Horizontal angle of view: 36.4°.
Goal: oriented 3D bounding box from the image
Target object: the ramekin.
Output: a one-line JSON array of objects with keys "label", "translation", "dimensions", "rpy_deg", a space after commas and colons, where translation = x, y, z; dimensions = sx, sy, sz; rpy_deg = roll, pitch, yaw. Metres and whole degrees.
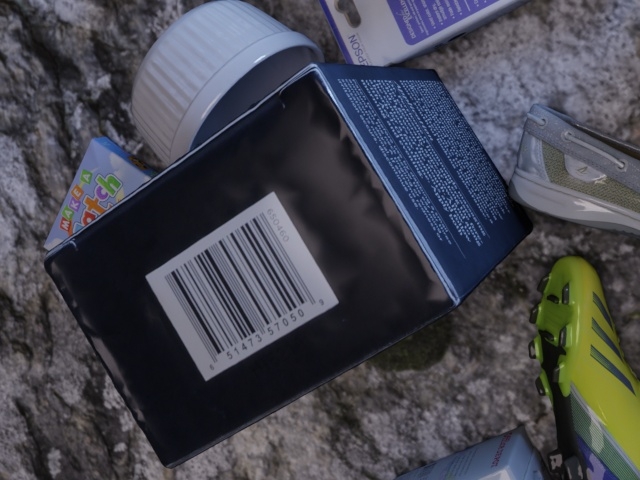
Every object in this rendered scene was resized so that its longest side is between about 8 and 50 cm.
[{"label": "ramekin", "translation": [-0.103, -0.157, 1.037], "dimensions": [0.109, 0.207, 0.207], "rpy_deg": [43, 110, 18]}]

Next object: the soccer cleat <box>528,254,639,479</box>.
[{"label": "soccer cleat", "translation": [0.295, 0.155, 1.023], "dimensions": [0.121, 0.093, 0.289], "rpy_deg": [-8, 93, -10]}]

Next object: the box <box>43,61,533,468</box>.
[{"label": "box", "translation": [0.000, 0.000, 0.919], "dimensions": [0.293, 0.395, 0.212], "rpy_deg": [-32, 87, 21]}]

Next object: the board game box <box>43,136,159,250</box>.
[{"label": "board game box", "translation": [-0.219, -0.003, 1.188], "dimensions": [0.211, 0.039, 0.160], "rpy_deg": [33, 109, 12]}]

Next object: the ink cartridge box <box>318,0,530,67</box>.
[{"label": "ink cartridge box", "translation": [0.152, -0.305, 0.990], "dimensions": [0.332, 0.065, 0.165], "rpy_deg": [-24, 91, 20]}]

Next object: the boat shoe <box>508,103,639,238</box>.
[{"label": "boat shoe", "translation": [0.345, -0.053, 0.941], "dimensions": [0.320, 0.118, 0.103], "rpy_deg": [16, 109, 23]}]

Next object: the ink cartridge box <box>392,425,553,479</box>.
[{"label": "ink cartridge box", "translation": [0.166, 0.305, 1.057], "dimensions": [0.176, 0.128, 0.127], "rpy_deg": [-29, 89, 22]}]
